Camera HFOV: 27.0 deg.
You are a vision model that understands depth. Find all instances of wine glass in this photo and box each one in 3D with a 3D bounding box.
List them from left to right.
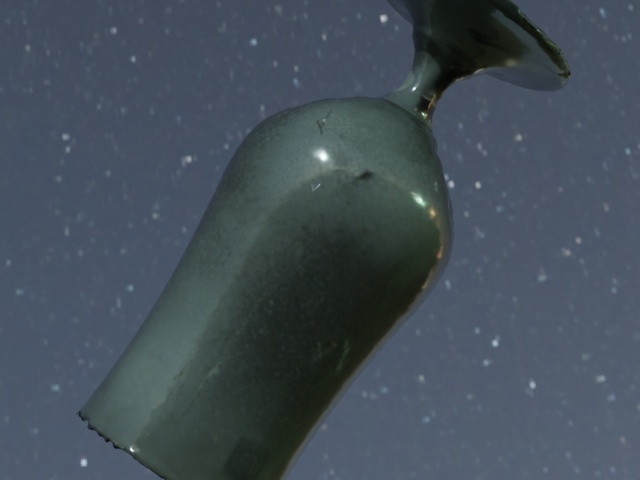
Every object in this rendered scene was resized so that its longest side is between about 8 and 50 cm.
[{"bbox_3d":[0.000,0.000,0.553,0.231,0.103,0.103,-56,-46,-6],"label":"wine glass"}]
